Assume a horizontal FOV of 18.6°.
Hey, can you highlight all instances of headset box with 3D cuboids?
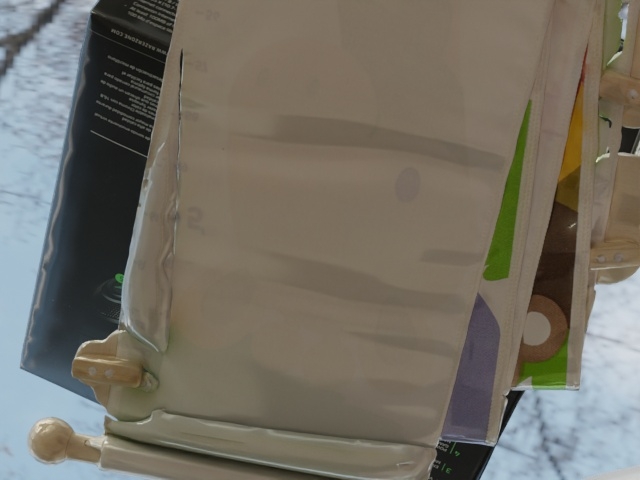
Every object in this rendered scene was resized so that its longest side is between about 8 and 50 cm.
[{"bbox_3d":[0.000,0.000,0.964,0.246,0.283,0.131,23,-133,5],"label":"headset box"}]

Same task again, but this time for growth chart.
[{"bbox_3d":[0.019,-0.012,0.593,0.172,0.021,0.237,16,-69,-5],"label":"growth chart"}]

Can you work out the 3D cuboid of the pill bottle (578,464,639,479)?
[{"bbox_3d":[0.197,0.253,1.055,0.136,0.136,0.245,-16,-84,-26],"label":"pill bottle"}]
